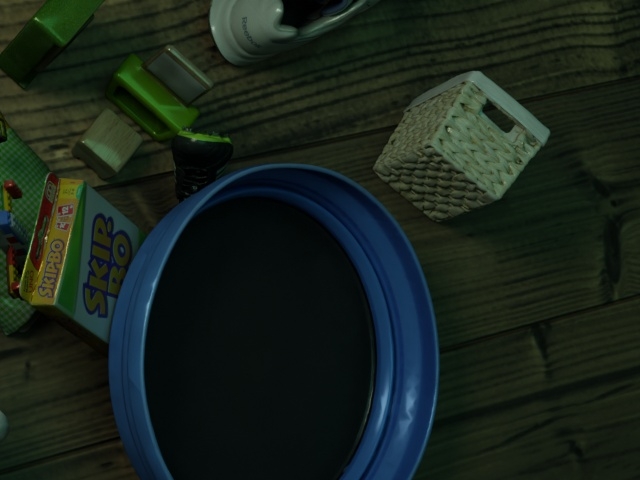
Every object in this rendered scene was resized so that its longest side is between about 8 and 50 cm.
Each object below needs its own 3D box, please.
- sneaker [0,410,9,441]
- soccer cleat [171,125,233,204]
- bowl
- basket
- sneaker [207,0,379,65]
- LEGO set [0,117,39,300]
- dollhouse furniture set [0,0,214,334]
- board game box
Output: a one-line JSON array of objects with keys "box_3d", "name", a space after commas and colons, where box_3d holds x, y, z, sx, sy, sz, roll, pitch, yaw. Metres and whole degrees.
[{"box_3d": [-0.428, 0.082, 1.710, 0.366, 0.210, 0.137, 41, 63, -12], "name": "sneaker"}, {"box_3d": [-0.120, -0.068, 1.925, 0.060, 0.179, 0.072, 9, 82, -2], "name": "soccer cleat"}, {"box_3d": [-0.044, 0.119, 1.908, 0.391, 0.077, 0.391, 3, 86, -43], "name": "bowl"}, {"box_3d": [0.146, -0.095, 2.070, 0.113, 0.167, 0.103, 38, 70, -13], "name": "basket"}, {"box_3d": [0.024, -0.274, 2.064, 0.297, 0.129, 0.111, -39, 113, -27], "name": "sneaker"}, {"box_3d": [-0.289, -0.024, 1.723, 0.060, 0.244, 0.182, -11, 112, 6], "name": "LEGO set"}, {"box_3d": [-0.258, -0.088, 1.871, 0.197, 0.151, 0.301, 42, 63, -12], "name": "dollhouse furniture set"}, {"box_3d": [-0.203, 0.039, 1.841, 0.259, 0.039, 0.124, 43, 53, -58], "name": "board game box"}]
